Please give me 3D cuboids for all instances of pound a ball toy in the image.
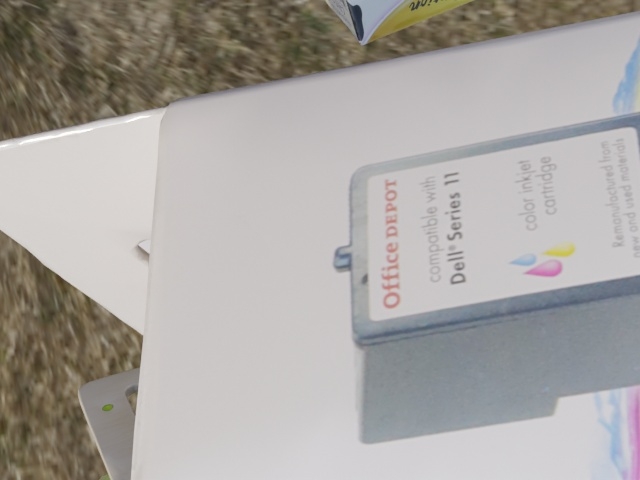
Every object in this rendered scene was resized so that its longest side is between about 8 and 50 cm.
[{"bbox_3d":[-0.145,0.265,1.851,0.135,0.319,0.208,-14,115,-12],"label":"pound a ball toy"}]

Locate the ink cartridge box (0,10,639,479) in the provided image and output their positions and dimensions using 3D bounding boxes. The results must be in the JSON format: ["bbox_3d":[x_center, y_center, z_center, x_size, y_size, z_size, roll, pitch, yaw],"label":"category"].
[{"bbox_3d":[0.094,0.041,0.447,0.353,0.207,0.119,-9,64,23],"label":"ink cartridge box"}]

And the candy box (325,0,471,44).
[{"bbox_3d":[0.055,-0.250,1.065,0.159,0.071,0.233,-23,125,-5],"label":"candy box"}]

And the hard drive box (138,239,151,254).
[{"bbox_3d":[0.000,0.000,1.293,0.232,0.181,0.089,9,112,-50],"label":"hard drive box"}]
